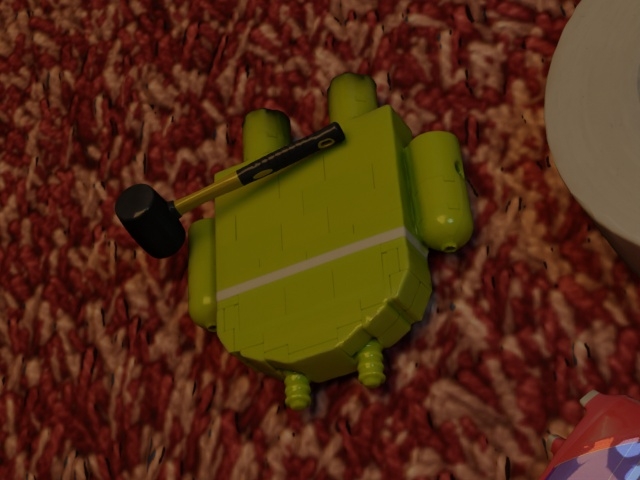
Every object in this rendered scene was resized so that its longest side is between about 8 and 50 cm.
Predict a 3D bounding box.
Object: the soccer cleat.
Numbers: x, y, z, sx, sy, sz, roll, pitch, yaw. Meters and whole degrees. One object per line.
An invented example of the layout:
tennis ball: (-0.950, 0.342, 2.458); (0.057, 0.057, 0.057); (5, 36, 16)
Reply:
soccer cleat: (0.141, 0.206, 0.845); (0.095, 0.083, 0.248); (35, 83, 36)

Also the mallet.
mallet: (-0.073, -0.051, 1.067); (0.189, 0.062, 0.039); (-30, 48, 14)

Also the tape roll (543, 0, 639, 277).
tape roll: (0.298, -0.093, 0.899); (0.286, 0.100, 0.286); (-16, 56, 25)

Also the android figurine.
android figurine: (0.000, 0.000, 1.065); (0.248, 0.056, 0.273); (-21, 54, 21)
